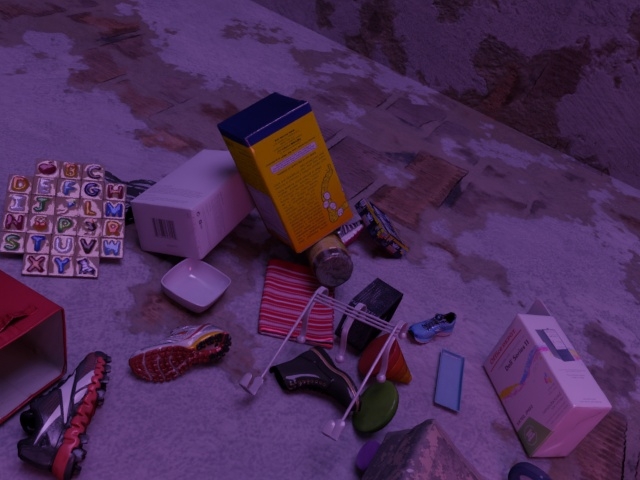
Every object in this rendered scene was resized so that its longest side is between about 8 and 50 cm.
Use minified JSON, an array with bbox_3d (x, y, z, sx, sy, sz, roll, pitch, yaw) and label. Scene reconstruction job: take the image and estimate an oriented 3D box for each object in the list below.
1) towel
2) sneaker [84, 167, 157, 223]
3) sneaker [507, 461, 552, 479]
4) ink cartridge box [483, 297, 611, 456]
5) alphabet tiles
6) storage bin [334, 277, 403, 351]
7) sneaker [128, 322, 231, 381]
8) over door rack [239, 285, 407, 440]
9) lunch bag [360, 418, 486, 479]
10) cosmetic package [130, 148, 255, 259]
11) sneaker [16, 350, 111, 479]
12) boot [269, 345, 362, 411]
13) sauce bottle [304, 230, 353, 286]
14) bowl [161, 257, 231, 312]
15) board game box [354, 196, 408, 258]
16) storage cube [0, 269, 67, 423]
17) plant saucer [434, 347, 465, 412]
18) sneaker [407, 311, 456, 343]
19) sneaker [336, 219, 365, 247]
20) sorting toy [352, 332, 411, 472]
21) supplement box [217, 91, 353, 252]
[{"bbox_3d":[-0.056,0.157,1.642,0.199,0.031,0.274,13,37,-8],"label":"towel"},{"bbox_3d":[-0.563,-0.112,1.691,0.287,0.109,0.130,6,46,-14],"label":"sneaker"},{"bbox_3d":[0.457,0.597,1.253,0.131,0.112,0.319,0,40,-30],"label":"sneaker"},{"bbox_3d":[0.532,0.327,1.550,0.119,0.207,0.353,6,38,-20],"label":"ink cartridge box"},{"bbox_3d":[-0.640,-0.061,1.571,0.285,0.011,0.342,4,58,-19],"label":"alphabet tiles"},{"bbox_3d":[0.126,0.188,1.595,0.084,0.122,0.180,33,31,16],"label":"storage bin"},{"bbox_3d":[-0.315,0.243,1.384,0.225,0.088,0.093,-11,26,-35],"label":"sneaker"},{"bbox_3d":[0.014,0.268,1.375,0.240,0.108,0.324,20,52,28],"label":"over door rack"},{"bbox_3d":[0.210,0.527,1.172,0.287,0.169,0.235,50,42,-5],"label":"lunch bag"},{"bbox_3d":[-0.322,-0.113,1.714,0.197,0.155,0.365,8,31,22],"label":"cosmetic package"},{"bbox_3d":[-0.486,0.313,1.186,0.135,0.097,0.276,16,38,-10],"label":"sneaker"},{"bbox_3d":[-0.012,0.334,1.413,0.137,0.076,0.198,-15,36,-32],"label":"boot"},{"bbox_3d":[0.000,0.000,1.769,0.112,0.111,0.344,6,28,-18],"label":"sauce bottle"},{"bbox_3d":[-0.313,0.117,1.553,0.142,0.053,0.142,30,37,11],"label":"bowl"},{"bbox_3d":[0.188,-0.039,1.935,0.141,0.048,0.170,36,20,-42],"label":"board game box"},{"bbox_3d":[-0.622,0.195,1.184,0.193,0.214,0.184,26,37,17],"label":"storage cube"},{"bbox_3d":[0.327,0.354,1.581,0.067,0.018,0.192,22,36,2],"label":"plant saucer"},{"bbox_3d":[0.303,0.224,1.686,0.162,0.073,0.063,-11,47,-35],"label":"sneaker"},{"bbox_3d":[0.075,-0.029,1.909,0.075,0.063,0.170,38,45,14],"label":"sneaker"},{"bbox_3d":[0.161,0.384,1.424,0.126,0.127,0.365,41,34,-22],"label":"sorting toy"},{"bbox_3d":[-0.089,-0.181,1.653,0.195,0.356,0.194,-33,33,-16],"label":"supplement box"}]
